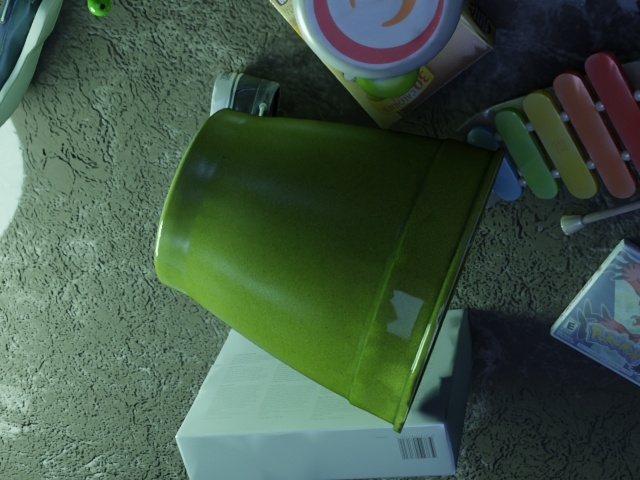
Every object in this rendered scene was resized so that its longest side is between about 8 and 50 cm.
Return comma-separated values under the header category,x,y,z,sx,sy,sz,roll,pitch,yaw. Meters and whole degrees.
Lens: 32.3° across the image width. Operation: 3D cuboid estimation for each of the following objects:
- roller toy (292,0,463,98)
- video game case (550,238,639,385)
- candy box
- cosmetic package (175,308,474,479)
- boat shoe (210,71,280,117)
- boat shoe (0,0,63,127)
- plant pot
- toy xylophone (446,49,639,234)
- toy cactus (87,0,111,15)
category,x,y,z,sx,sy,sz,roll,pitch,yaw
roller toy,0.066,-0.292,1.269,0.191,0.146,0.209,32,107,-10
video game case,0.461,0.116,1.567,0.201,0.023,0.183,30,121,-3
candy box,0.052,-0.318,1.392,0.183,0.087,0.316,-36,104,26
cosmetic package,0.018,0.220,1.581,0.377,0.284,0.097,-6,118,17
boat shoe,-0.101,-0.086,1.553,0.102,0.108,0.301,10,113,10
boat shoe,-0.444,-0.255,1.545,0.079,0.095,0.254,30,119,-6
plant pot,0.000,0.000,1.365,0.353,0.366,0.366,21,121,8
toy xylophone,0.332,-0.110,1.400,0.322,0.081,0.236,-24,108,47
toy cactus,-0.312,-0.396,1.385,0.112,0.180,0.219,-33,107,27
